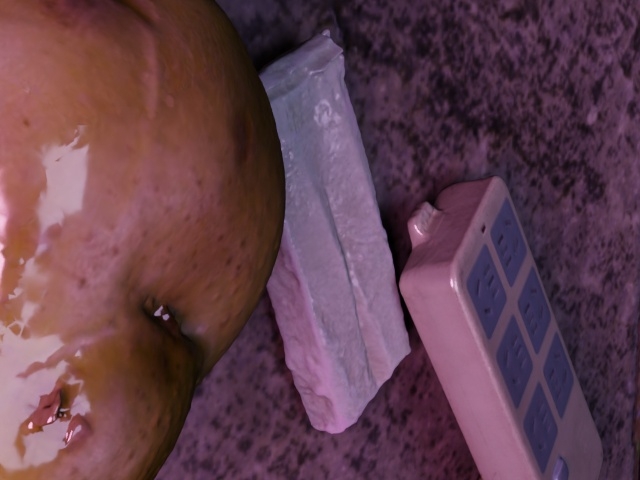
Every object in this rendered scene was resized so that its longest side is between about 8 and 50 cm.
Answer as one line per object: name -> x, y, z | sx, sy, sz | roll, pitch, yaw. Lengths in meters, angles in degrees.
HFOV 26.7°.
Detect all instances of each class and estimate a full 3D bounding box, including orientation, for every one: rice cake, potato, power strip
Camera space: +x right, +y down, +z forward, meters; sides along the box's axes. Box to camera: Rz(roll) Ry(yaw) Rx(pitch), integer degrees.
rice cake -> 0.000, 0.000, 0.768 | 0.085, 0.040, 0.226 | -36, 124, -35
potato -> -0.148, 0.040, 0.515 | 0.351, 0.202, 0.218 | -64, 174, -5
power strip -> 0.123, 0.089, 0.870 | 0.270, 0.046, 0.118 | 66, 30, -26

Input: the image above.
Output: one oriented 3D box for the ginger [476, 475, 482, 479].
ginger -> 0.049, 0.284, 0.846 | 0.333, 0.080, 0.166 | -26, 92, -45
